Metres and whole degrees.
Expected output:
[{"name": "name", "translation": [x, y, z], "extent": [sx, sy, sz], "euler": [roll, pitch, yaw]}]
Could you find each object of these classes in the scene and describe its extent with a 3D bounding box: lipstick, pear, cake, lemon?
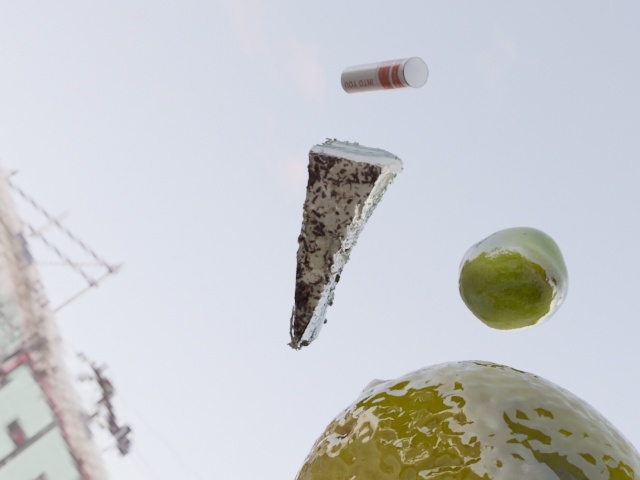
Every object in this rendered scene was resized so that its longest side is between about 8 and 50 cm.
[{"name": "lipstick", "translation": [0.077, -0.201, 1.546], "extent": [0.131, 0.038, 0.038], "euler": [2, -55, 56]}, {"name": "pear", "translation": [0.161, 0.036, 1.041], "extent": [0.097, 0.092, 0.092], "euler": [39, -26, 59]}, {"name": "cake", "translation": [0.000, 0.000, 0.804], "extent": [0.055, 0.051, 0.140], "euler": [28, -74, 11]}, {"name": "lemon", "translation": [0.098, 0.204, 0.750], "extent": [0.267, 0.267, 0.267], "euler": [37, -32, 27]}]
